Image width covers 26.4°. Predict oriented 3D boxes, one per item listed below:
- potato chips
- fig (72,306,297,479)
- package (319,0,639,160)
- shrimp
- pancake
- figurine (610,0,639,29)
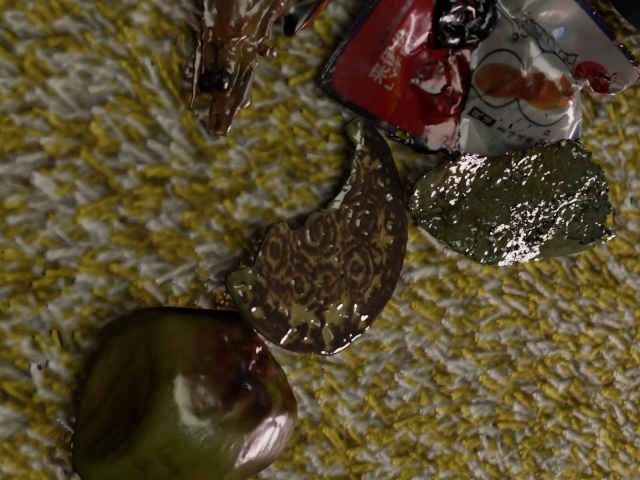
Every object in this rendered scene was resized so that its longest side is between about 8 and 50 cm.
[{"bbox_3d":[0.169,-0.034,1.146,0.209,0.026,0.142,32,107,-37],"label":"potato chips"},{"bbox_3d":[-0.106,0.122,0.985,0.166,0.144,0.154,-40,151,-10],"label":"fig"},{"bbox_3d":[0.144,-0.147,1.121,0.269,0.071,0.194,27,92,-25],"label":"package"},{"bbox_3d":[-0.024,-0.212,1.026,0.152,0.063,0.287,12,89,-41],"label":"shrimp"},{"bbox_3d":[0.000,0.000,1.065,0.191,0.020,0.184,-13,103,-42],"label":"pancake"},{"bbox_3d":[0.310,-0.187,1.116,0.193,0.140,0.265,30,49,-32],"label":"figurine"}]
